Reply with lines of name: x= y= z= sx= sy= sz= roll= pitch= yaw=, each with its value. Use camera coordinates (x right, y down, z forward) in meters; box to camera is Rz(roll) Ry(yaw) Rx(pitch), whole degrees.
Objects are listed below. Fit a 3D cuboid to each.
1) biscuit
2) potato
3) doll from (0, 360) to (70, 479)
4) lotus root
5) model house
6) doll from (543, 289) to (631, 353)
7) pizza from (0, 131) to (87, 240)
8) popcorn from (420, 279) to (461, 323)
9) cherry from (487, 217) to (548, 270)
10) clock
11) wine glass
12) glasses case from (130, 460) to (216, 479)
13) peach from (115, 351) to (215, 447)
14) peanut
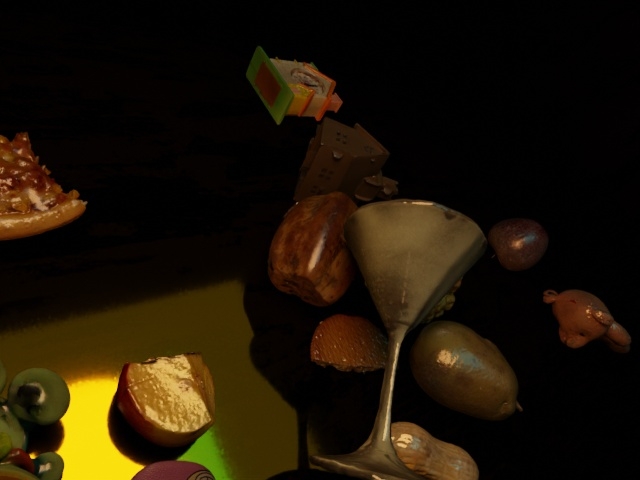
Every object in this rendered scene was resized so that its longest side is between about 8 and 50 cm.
biscuit: x=0.067 y=0.211 z=0.875 sx=0.206 sy=0.025 sz=0.126 roll=14 pitch=48 yaw=-25
potato: x=0.307 y=0.278 z=0.889 sx=0.251 sy=0.159 sz=0.174 roll=31 pitch=68 yaw=10
doll: x=-0.355 y=0.289 z=0.418 sx=0.198 sy=0.186 sz=0.322 roll=43 pitch=13 yaw=-41
lotus root: x=-0.006 y=0.003 z=0.909 sx=0.193 sy=0.193 sz=0.291 roll=32 pitch=49 yaw=-7
model house: x=0.083 y=-0.180 z=1.078 sx=0.243 sy=0.211 sz=0.205 roll=19 pitch=48 yaw=-12
doll: x=0.795 y=0.271 z=1.256 sx=0.303 sy=0.156 sz=0.201 roll=39 pitch=-2 yaw=-26
pizza: x=-0.545 y=-0.103 z=0.692 sx=0.289 sy=0.081 sz=0.229 roll=-1 pitch=55 yaw=-33
popcorn: x=0.239 y=0.112 z=0.978 sx=0.179 sy=0.180 sz=0.170 roll=18 pitch=80 yaw=-20
cherry: x=0.612 y=0.009 z=1.314 sx=0.140 sy=0.176 sz=0.176 roll=37 pitch=31 yaw=-50
clock: x=-0.063 y=-0.474 z=1.310 sx=0.255 sy=0.106 sz=0.220 roll=-14 pitch=63 yaw=-41
wine glass: x=0.121 y=0.168 z=0.695 sx=0.266 sy=0.267 sz=0.407 roll=23 pitch=64 yaw=-16
glasses case: x=-0.185 y=0.427 z=0.485 sx=0.123 sy=0.076 sz=0.317 roll=14 pitch=48 yaw=-23
peach: x=-0.219 y=0.227 z=0.605 sx=0.151 sy=0.118 sz=0.151 roll=63 pitch=4 yaw=-7
peanut: x=0.194 y=0.390 z=0.764 sx=0.206 sy=0.087 sz=0.087 roll=28 pitch=44 yaw=-10
